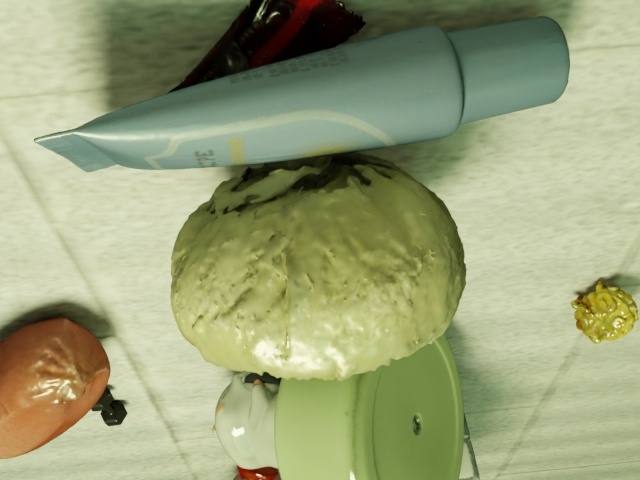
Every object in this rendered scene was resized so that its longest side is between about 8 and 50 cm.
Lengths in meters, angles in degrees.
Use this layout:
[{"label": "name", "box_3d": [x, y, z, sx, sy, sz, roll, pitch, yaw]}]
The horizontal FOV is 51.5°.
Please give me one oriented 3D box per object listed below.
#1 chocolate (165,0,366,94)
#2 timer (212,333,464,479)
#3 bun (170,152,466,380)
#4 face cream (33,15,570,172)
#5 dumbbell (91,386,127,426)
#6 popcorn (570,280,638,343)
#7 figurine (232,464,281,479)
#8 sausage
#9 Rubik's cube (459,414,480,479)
[{"label": "chocolate", "box_3d": [-0.053, -0.137, 0.532, 0.182, 0.028, 0.086, -35, 138, 29]}, {"label": "timer", "box_3d": [-0.009, 0.232, 0.875, 0.315, 0.291, 0.291, -5, 149, 34]}, {"label": "bun", "box_3d": [0.000, 0.000, 0.565, 0.259, 0.259, 0.152, -9, 105, 4]}, {"label": "face cream", "box_3d": [-0.003, -0.102, 0.506, 0.384, 0.087, 0.135, -13, 179, -6]}, {"label": "dumbbell", "box_3d": [-0.324, 0.251, 1.004, 0.035, 0.040, 0.083, 17, 148, 20]}, {"label": "popcorn", "box_3d": [0.371, 0.093, 0.865, 0.057, 0.083, 0.082, -21, -172, -29]}, {"label": "figurine", "box_3d": [-0.102, 0.515, 1.280, 0.173, 0.173, 0.173, -4, 143, -3]}, {"label": "sausage", "box_3d": [-0.361, 0.186, 0.835, 0.254, 0.148, 0.148, -34, 135, 27]}, {"label": "Rubik's cube", "box_3d": [0.107, 0.370, 1.046, 0.256, 0.254, 0.259, -8, 145, 2]}]
